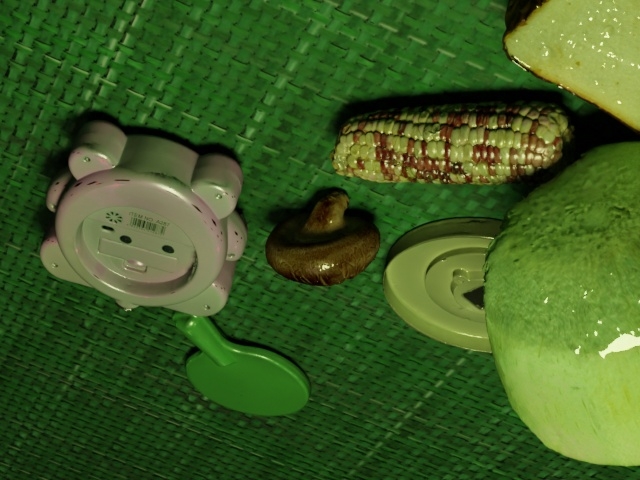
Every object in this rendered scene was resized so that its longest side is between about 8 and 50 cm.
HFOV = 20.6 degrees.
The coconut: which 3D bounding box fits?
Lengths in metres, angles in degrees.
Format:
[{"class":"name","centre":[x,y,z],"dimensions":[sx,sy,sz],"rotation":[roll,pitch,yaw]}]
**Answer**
[{"class":"coconut","centre":[0.313,0.070,1.716],"dimensions":[0.281,0.328,0.328],"rotation":[12,150,40]}]

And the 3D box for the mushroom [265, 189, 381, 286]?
[{"class":"mushroom","centre":[0.003,0.006,1.919],"dimensions":[0.126,0.109,0.085],"rotation":[10,152,33]}]

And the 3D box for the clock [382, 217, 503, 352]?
[{"class":"clock","centre":[0.185,0.057,1.987],"dimensions":[0.235,0.029,0.235],"rotation":[9,144,7]}]

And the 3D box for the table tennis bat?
[{"class":"table tennis bat","centre":[-0.111,0.154,2.214],"dimensions":[0.160,0.039,0.257],"rotation":[-6,145,26]}]

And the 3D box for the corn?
[{"class":"corn","centre":[0.128,-0.097,1.755],"dimensions":[0.253,0.086,0.086],"rotation":[1,142,21]}]

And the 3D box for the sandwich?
[{"class":"sandwich","centre":[0.288,-0.190,1.593],"dimensions":[0.214,0.065,0.186],"rotation":[24,143,-15]}]

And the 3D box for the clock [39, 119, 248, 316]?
[{"class":"clock","centre":[-0.193,-0.023,1.958],"dimensions":[0.227,0.090,0.248],"rotation":[15,142,-3]}]
